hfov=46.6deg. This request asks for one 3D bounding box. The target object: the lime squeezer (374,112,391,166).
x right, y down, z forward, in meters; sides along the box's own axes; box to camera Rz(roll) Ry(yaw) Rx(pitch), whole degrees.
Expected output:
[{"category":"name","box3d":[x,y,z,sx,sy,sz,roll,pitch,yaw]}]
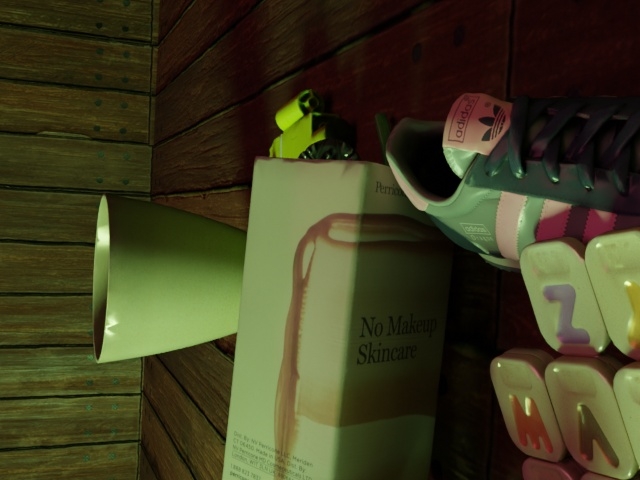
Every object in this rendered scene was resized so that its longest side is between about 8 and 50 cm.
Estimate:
[{"category":"lime squeezer","box3d":[0.083,0.006,0.763,0.110,0.058,0.311,36,-129,-79]}]

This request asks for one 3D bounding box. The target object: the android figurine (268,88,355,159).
[{"category":"android figurine","box3d":[-0.028,-0.076,1.031,0.273,0.056,0.248,169,102,-66]}]

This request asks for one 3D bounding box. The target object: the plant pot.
[{"category":"plant pot","box3d":[-0.207,0.062,1.171,0.256,0.274,0.257,-177,90,-69]}]

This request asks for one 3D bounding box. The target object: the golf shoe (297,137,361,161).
[{"category":"golf shoe","box3d":[0.000,0.000,0.847,0.120,0.105,0.273,-83,-3,-58]}]

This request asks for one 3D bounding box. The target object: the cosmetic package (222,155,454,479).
[{"category":"cosmetic package","box3d":[0.020,0.083,0.645,0.129,0.153,0.296,7,93,41]}]

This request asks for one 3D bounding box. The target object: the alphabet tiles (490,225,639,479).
[{"category":"alphabet tiles","box3d":[0.190,0.127,0.374,0.284,0.021,0.278,-15,94,67]}]

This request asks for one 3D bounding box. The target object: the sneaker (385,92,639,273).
[{"category":"sneaker","box3d":[0.145,-0.041,0.446,0.112,0.131,0.319,-63,19,-14]}]
